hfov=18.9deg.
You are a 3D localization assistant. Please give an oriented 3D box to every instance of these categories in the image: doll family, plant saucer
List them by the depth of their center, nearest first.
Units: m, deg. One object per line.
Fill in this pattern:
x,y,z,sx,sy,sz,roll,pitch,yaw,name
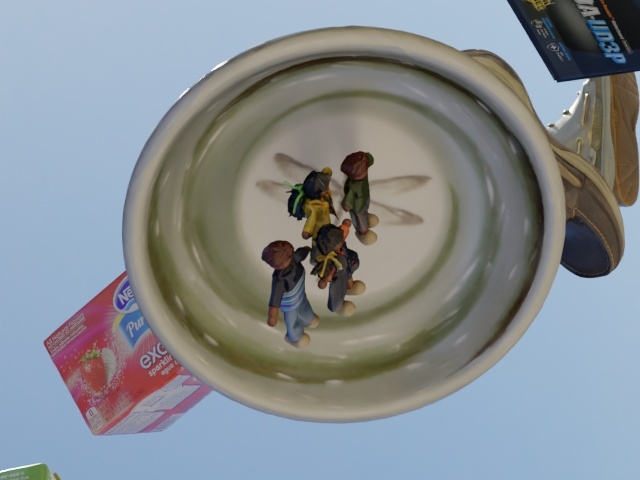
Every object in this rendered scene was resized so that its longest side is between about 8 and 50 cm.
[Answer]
0.000,0.000,1.637,0.111,0.076,0.193,81,-164,-50,doll family
0.020,-0.022,1.761,0.100,0.400,0.400,-98,-19,-62,plant saucer

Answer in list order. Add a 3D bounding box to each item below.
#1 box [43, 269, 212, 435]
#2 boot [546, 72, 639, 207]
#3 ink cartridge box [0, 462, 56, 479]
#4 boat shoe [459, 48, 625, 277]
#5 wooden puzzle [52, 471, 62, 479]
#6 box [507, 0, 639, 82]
-0.136,0.079,1.945,0.123,0.257,0.128,58,-157,18,box
0.326,-0.151,2.601,0.095,0.203,0.262,29,-124,-50,boot
-0.353,0.377,1.915,0.115,0.198,0.273,71,-170,-45,ink cartridge box
0.230,-0.065,2.282,0.355,0.132,0.130,46,-130,-24,boat shoe
-0.321,0.332,2.266,0.116,0.078,0.014,60,178,35,wooden puzzle
0.323,-0.283,2.283,0.220,0.175,0.051,52,-138,-44,box
